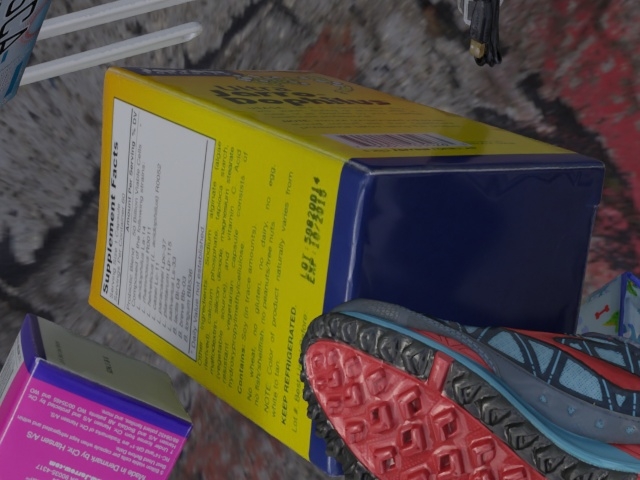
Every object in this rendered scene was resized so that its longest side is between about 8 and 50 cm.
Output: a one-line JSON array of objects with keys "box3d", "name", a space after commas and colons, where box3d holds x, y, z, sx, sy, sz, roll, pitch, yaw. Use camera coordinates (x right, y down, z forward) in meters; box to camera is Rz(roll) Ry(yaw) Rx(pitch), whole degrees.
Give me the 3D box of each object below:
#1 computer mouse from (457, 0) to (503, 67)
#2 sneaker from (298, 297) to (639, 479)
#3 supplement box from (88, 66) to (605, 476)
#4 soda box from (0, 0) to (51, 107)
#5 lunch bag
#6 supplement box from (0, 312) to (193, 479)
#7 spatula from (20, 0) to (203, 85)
[{"box3d": [0.141, -0.218, 1.206, 0.042, 0.193, 0.106, -1, 113, 2], "name": "computer mouse"}, {"box3d": [0.115, 0.096, 0.709, 0.262, 0.125, 0.104, 25, 121, 9], "name": "sneaker"}, {"box3d": [0.000, 0.000, 1.012, 0.195, 0.356, 0.194, -3, 107, -34], "name": "supplement box"}, {"box3d": [-0.108, -0.089, 0.398, 0.063, 0.183, 0.058, 44, 57, 0], "name": "soda box"}, {"box3d": [0.229, 0.123, 1.137, 0.096, 0.129, 0.151, 28, 51, -17], "name": "lunch bag"}, {"box3d": [-0.184, 0.178, 0.918, 0.114, 0.111, 0.220, 26, 95, -18], "name": "supplement box"}, {"box3d": [-0.149, -0.119, 0.787, 0.242, 0.168, 0.019, -22, 79, -31], "name": "spatula"}]
